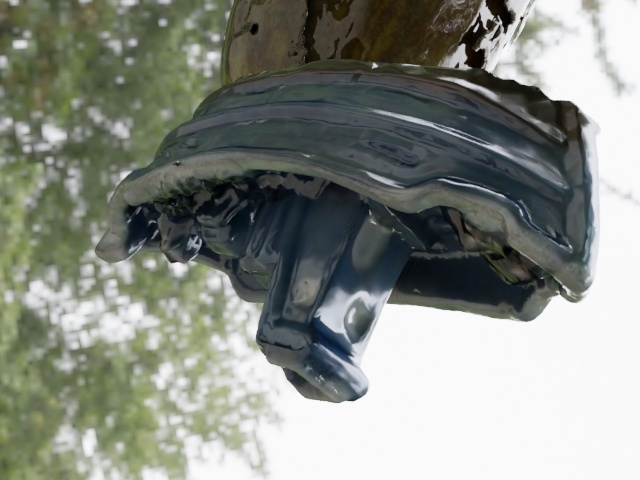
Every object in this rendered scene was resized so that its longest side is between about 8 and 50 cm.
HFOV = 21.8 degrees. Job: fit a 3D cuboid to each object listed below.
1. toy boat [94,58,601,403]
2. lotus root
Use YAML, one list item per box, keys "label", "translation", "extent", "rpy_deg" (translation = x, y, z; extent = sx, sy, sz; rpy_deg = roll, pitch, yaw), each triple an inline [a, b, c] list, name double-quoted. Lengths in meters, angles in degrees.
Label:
- label: "toy boat"
  translation: [0.000, 0.000, 0.752]
  extent: [0.309, 0.129, 0.142]
  rpy_deg: [3, -122, 45]
- label: "lotus root"
  translation: [0.055, -0.198, 1.212]
  extent: [0.397, 0.196, 0.179]
  rpy_deg: [-63, -169, -9]
